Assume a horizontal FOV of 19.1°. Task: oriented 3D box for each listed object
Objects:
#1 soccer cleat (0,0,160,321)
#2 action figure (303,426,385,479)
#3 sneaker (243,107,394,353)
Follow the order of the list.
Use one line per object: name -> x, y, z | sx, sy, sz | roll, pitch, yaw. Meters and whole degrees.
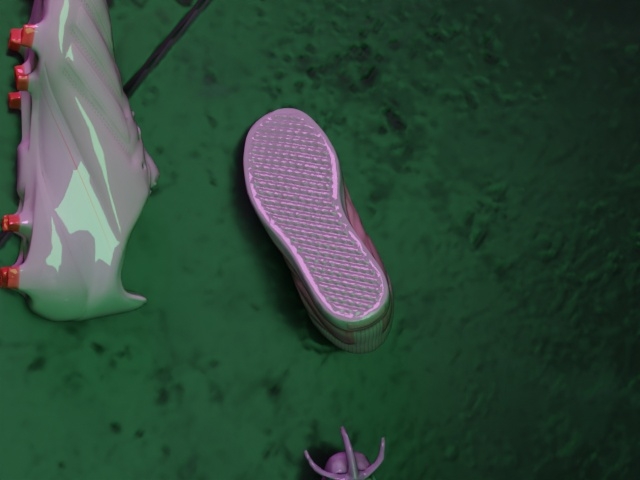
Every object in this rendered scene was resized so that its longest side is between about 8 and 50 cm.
soccer cleat -> -0.117, -0.057, 0.950 | 0.076, 0.068, 0.196 | 2, 94, -16
action figure -> 0.027, 0.235, 0.948 | 0.185, 0.099, 0.285 | -4, 84, -3
sneaker -> 0.000, 0.000, 0.981 | 0.051, 0.070, 0.134 | -24, 63, -3
